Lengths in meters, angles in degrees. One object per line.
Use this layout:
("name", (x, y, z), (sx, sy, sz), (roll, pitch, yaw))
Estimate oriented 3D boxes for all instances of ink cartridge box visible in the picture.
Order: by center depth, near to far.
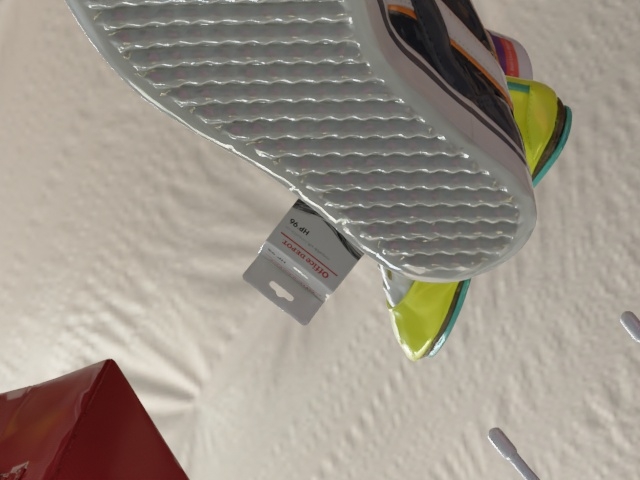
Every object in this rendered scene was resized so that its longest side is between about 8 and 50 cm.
("ink cartridge box", (0.000, 0.000, 0.789), (0.048, 0.083, 0.028), (37, -19, 1))

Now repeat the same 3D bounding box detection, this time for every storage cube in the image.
("storage cube", (-0.239, 0.247, 1.247), (0.183, 0.193, 0.215), (-18, -64, 21))

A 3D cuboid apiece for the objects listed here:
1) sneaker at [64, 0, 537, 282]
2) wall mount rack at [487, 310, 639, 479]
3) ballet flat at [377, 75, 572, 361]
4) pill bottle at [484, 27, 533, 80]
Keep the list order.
("sneaker", (-0.013, -0.109, 0.662), (0.126, 0.321, 0.127), (-26, -135, 21))
("wall mount rack", (0.365, 0.255, 1.521), (0.304, 0.350, 0.130), (42, -13, 43))
("ballet flat", (0.074, -0.015, 0.882), (0.077, 0.077, 0.231), (-83, -166, -45))
("pill bottle", (0.033, -0.108, 0.935), (0.108, 0.193, 0.108), (-42, -140, 51))
